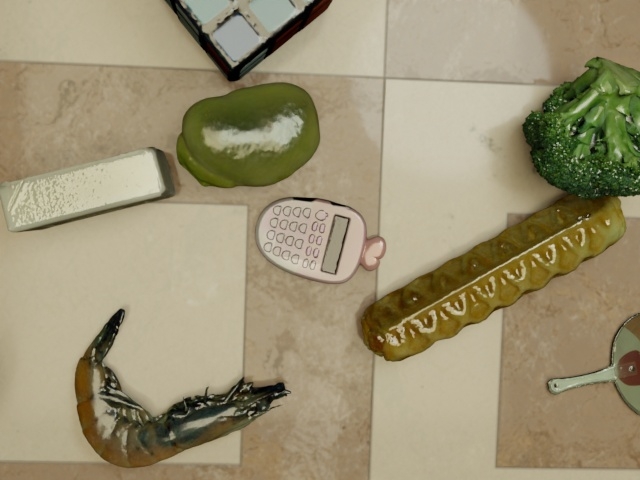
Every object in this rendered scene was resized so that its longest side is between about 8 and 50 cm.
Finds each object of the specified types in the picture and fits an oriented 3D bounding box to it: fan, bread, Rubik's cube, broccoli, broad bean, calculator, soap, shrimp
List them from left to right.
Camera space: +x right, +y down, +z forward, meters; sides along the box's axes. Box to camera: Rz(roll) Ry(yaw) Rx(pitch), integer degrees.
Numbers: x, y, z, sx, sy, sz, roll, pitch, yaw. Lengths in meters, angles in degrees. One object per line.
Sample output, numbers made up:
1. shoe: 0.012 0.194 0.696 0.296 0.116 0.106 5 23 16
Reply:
1. soap: -0.271 -0.060 1.054 0.183 0.121 0.063 -15 94 -2
2. shrimp: -0.180 0.167 1.111 0.262 0.051 0.198 -17 94 0
3. Rubik's cube: -0.090 -0.296 1.035 0.161 0.163 0.162 -40 99 -1
4. broad bean: -0.087 -0.126 1.083 0.175 0.082 0.124 -7 92 -2
5. calculator: 0.000 0.000 1.127 0.166 0.024 0.103 15 92 -3
6. bread: 0.216 0.042 1.120 0.368 0.077 0.084 -28 99 -3
7. broccoli: 0.336 -0.127 1.066 0.195 0.195 0.156 19 122 -5
8. fan: 0.407 0.170 1.173 0.227 0.008 0.152 -13 95 -4
